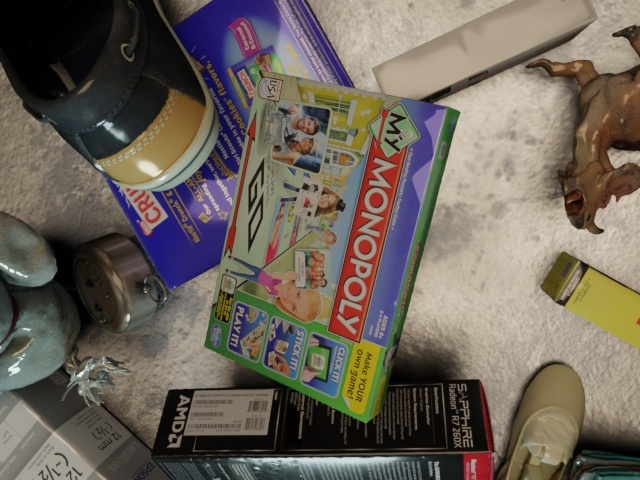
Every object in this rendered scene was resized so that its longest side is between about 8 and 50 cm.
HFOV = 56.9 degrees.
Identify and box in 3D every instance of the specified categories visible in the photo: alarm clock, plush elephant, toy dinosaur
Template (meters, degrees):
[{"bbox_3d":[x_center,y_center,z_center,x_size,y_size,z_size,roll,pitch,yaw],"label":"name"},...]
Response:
[{"bbox_3d":[-0.263,0.059,0.775,0.191,0.064,0.130,0,109,39],"label":"alarm clock"},{"bbox_3d":[-0.415,0.088,0.681,0.329,0.255,0.272,17,70,17],"label":"plush elephant"},{"bbox_3d":[0.366,-0.141,0.659,0.295,0.127,0.201,-22,100,-1],"label":"toy dinosaur"}]

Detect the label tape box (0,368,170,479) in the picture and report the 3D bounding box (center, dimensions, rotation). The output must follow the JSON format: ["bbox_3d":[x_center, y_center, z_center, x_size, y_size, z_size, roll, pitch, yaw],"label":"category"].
[{"bbox_3d":[-0.357,0.387,0.842,0.347,0.115,0.249,42,101,5],"label":"label tape box"}]

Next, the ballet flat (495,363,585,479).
[{"bbox_3d":[0.273,0.280,0.737,0.086,0.086,0.249,17,99,7],"label":"ballet flat"}]

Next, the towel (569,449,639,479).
[{"bbox_3d":[0.407,0.438,0.715,0.271,0.040,0.371,6,102,-4],"label":"towel"}]

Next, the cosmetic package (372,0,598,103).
[{"bbox_3d":[0.183,-0.218,0.688,0.238,0.099,0.061,-23,95,12],"label":"cosmetic package"}]

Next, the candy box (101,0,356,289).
[{"bbox_3d":[-0.109,-0.134,0.735,0.317,0.122,0.268,-29,92,10],"label":"candy box"}]

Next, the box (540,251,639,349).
[{"bbox_3d":[0.383,0.098,0.696,0.232,0.087,0.058,31,100,6],"label":"box"}]

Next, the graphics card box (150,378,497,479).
[{"bbox_3d":[0.015,0.268,0.715,0.370,0.094,0.233,-6,137,10],"label":"graphics card box"}]

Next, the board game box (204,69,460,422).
[{"bbox_3d":[0.000,0.000,0.620,0.213,0.046,0.318,18,102,27],"label":"board game box"}]

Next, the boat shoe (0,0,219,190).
[{"bbox_3d":[-0.278,-0.254,0.641,0.186,0.156,0.500,-41,59,8],"label":"boat shoe"}]
